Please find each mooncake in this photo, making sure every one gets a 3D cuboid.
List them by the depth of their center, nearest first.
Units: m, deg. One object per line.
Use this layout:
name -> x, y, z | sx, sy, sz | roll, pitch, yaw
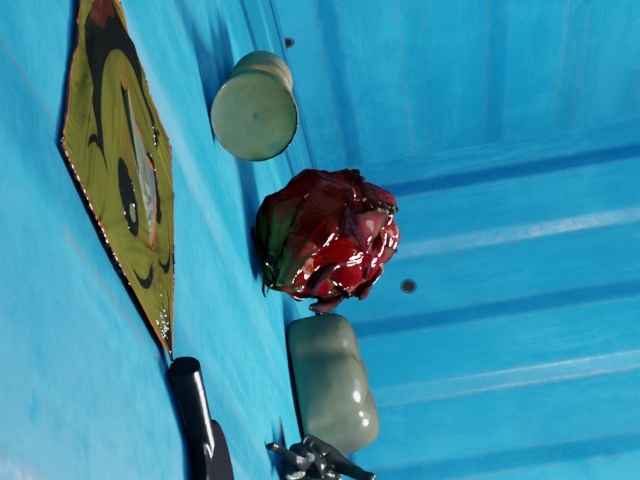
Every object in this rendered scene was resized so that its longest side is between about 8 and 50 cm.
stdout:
mooncake -> 0.022, 0.258, 1.958 | 0.275, 0.135, 0.275 | -13, 90, -88

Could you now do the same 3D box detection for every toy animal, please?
toy animal -> 0.004, 0.333, 1.535 | 0.082, 0.137, 0.269 | -59, 166, -8

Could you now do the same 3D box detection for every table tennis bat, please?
table tennis bat -> -0.098, 0.205, 0.964 | 0.150, 0.027, 0.236 | -93, 174, -60

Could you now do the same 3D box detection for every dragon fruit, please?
dragon fruit -> 0.000, 0.000, 1.656 | 0.293, 0.233, 0.234 | -34, 117, -62

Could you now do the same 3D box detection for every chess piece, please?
chess piece -> -0.087, -0.211, 1.571 | 0.397, 0.117, 0.117 | -93, 173, -74

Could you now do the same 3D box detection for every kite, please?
kite -> -0.151, -0.057, 0.885 | 0.377, 0.013, 0.328 | -82, 163, -81
